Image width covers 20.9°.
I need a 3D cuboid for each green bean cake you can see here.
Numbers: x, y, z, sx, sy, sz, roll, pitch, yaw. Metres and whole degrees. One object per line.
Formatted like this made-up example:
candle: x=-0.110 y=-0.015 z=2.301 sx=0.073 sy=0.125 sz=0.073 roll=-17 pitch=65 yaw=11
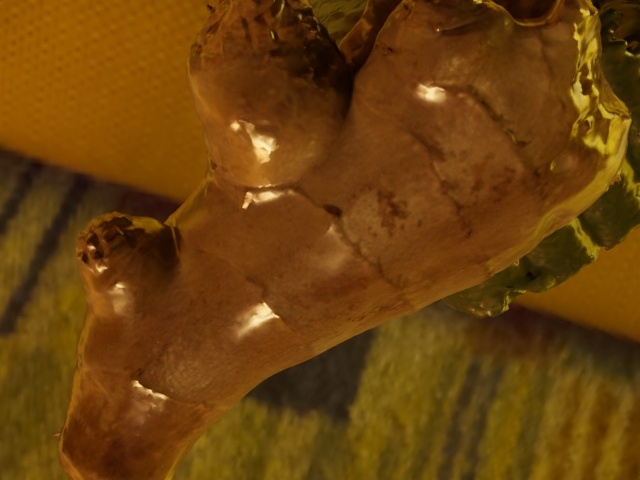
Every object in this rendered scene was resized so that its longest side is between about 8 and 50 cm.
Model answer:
green bean cake: x=0.143 y=-0.142 z=1.404 sx=0.335 sy=0.218 sz=0.319 roll=-34 pitch=45 yaw=-1

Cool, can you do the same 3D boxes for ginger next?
ginger: x=-0.008 y=-0.012 z=0.935 sx=0.375 sy=0.236 sz=0.166 roll=-39 pitch=56 yaw=-9
